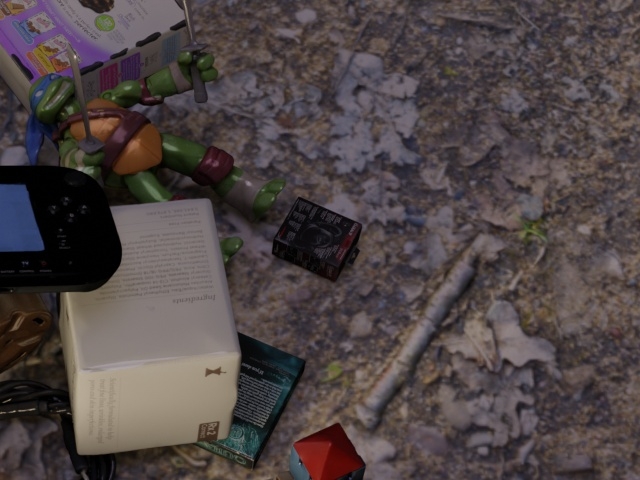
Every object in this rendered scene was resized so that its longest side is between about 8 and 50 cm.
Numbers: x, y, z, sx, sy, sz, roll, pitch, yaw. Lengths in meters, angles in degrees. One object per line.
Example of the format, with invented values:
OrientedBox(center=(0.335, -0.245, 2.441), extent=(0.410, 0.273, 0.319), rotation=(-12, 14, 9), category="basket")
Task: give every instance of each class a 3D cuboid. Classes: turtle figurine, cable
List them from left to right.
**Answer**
OrientedBox(center=(-0.288, 0.194, 1.764), extent=(0.184, 0.047, 0.150), rotation=(31, 59, 14), category="cable")
OrientedBox(center=(-0.160, -0.106, 1.863), extent=(0.266, 0.275, 0.198), rotation=(39, 25, -7), category="turtle figurine")

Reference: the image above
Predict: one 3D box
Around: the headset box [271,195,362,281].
OrientedBox(center=(0.000, 0.000, 1.931), extent=(0.083, 0.032, 0.062), rotation=(24, 58, 8), category="headset box")

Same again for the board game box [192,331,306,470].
OrientedBox(center=(-0.124, 0.136, 1.832), extent=(0.186, 0.026, 0.126), rotation=(23, 58, 9), category="board game box")

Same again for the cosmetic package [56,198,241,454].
OrientedBox(center=(-0.166, 0.081, 1.752), extent=(0.151, 0.151, 0.184), rotation=(-5, 54, -11), category="cosmetic package")

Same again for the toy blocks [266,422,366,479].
OrientedBox(center=(0.042, 0.315, 1.593), extent=(0.190, 0.261, 0.381), rotation=(-24, 62, -20), category="toy blocks")

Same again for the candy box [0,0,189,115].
OrientedBox(center=(-0.264, -0.236, 2.034), extent=(0.196, 0.070, 0.165), rotation=(-29, 64, -22), category="candy box")

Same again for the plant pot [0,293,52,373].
OrientedBox(center=(-0.354, 0.045, 1.797), extent=(0.167, 0.167, 0.165), rotation=(-29, 73, -23), category="plant pot")

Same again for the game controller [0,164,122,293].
OrientedBox(center=(-0.336, -0.009, 1.619), extent=(0.319, 0.067, 0.166), rotation=(-2, 29, -20), category="game controller")
